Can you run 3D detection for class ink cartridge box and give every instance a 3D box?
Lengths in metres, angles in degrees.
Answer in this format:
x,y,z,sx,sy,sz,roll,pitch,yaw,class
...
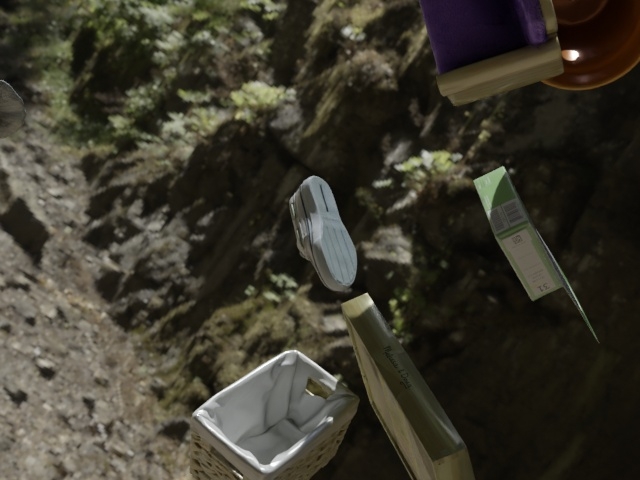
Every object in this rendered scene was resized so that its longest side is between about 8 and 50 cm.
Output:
x,y,z,sx,sy,sz,roll,pitch,yaw,class
0.304,0.028,1.256,0.235,0.056,0.171,56,15,-27,ink cartridge box

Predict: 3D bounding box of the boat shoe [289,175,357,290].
x,y,z,sx,sy,sz,roll,pitch,yaw,class
0.000,0.000,1.466,0.083,0.076,0.226,21,42,-35,boat shoe

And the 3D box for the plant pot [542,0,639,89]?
x,y,z,sx,sy,sz,roll,pitch,yaw,class
0.382,-0.353,1.314,0.205,0.205,0.188,34,31,-9,plant pot

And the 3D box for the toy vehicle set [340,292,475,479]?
x,y,z,sx,sy,sz,roll,pitch,yaw,class
0.098,0.195,0.951,0.267,0.035,0.165,-122,-168,-55,toy vehicle set

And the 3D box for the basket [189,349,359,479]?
x,y,z,sx,sy,sz,roll,pitch,yaw,class
-0.054,0.218,0.987,0.113,0.103,0.167,34,41,26,basket

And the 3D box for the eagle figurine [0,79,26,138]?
x,y,z,sx,sy,sz,roll,pitch,yaw,class
-0.694,-0.255,1.545,0.298,0.226,0.225,32,-19,40,eagle figurine

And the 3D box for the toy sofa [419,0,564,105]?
x,y,z,sx,sy,sz,roll,pitch,yaw,class
0.175,-0.360,1.066,0.177,0.150,0.362,14,62,-72,toy sofa
